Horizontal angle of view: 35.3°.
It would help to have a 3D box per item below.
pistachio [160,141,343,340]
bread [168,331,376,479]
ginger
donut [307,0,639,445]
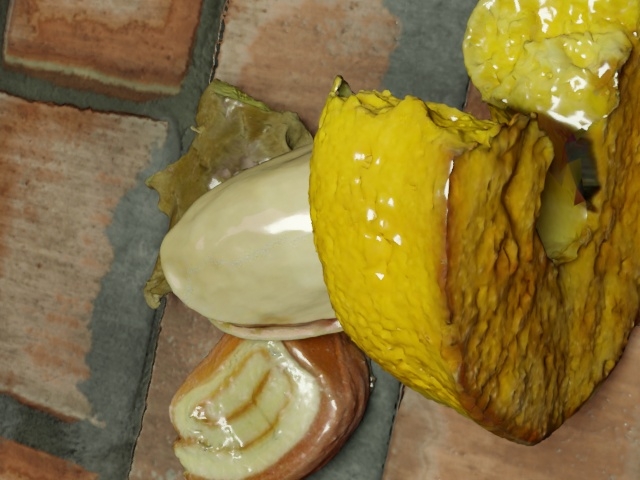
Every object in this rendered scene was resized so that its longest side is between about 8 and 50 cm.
[{"bbox_3d":[0.000,0.000,1.004,0.299,0.187,0.187,-22,75,2],"label":"pistachio"},{"bbox_3d":[-0.061,0.182,1.111,0.244,0.123,0.190,-48,69,16],"label":"bread"},{"bbox_3d":[-0.104,-0.034,1.151,0.219,0.123,0.270,32,104,12],"label":"ginger"},{"bbox_3d":[0.159,-0.019,0.871,0.164,0.435,0.377,12,123,36],"label":"donut"}]
